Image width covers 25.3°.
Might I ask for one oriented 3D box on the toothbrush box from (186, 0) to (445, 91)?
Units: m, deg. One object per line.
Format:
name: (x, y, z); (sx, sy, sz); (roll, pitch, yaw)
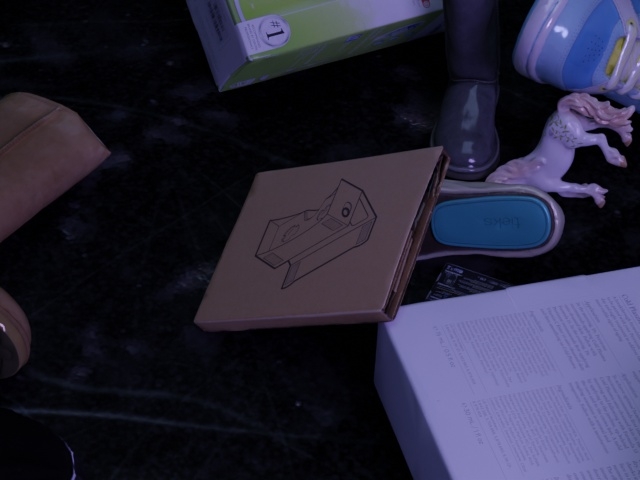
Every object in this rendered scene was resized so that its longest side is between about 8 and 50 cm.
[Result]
toothbrush box: (0.004, -0.296, 1.464); (0.283, 0.122, 0.206); (-17, 86, -22)

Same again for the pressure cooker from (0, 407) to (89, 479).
pressure cooker: (-0.274, 0.303, 0.666); (0.370, 0.420, 0.375); (4, 8, 10)

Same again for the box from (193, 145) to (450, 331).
box: (0.000, 0.000, 1.182); (0.201, 0.021, 0.164); (-6, 51, 39)

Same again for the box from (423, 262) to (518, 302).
box: (0.135, 0.058, 1.230); (0.083, 0.018, 0.067); (18, 45, 16)

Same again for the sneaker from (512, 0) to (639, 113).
sneaker: (0.321, -0.164, 1.337); (0.208, 0.127, 0.319); (33, 21, 24)

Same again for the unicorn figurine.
unicorn figurine: (0.219, -0.069, 1.320); (0.111, 0.161, 0.060); (18, 18, -7)

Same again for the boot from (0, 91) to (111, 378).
boot: (-0.275, -0.020, 1.245); (0.236, 0.089, 0.269); (25, 45, 20)

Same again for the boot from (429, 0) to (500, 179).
boot: (0.144, -0.189, 1.359); (0.076, 0.208, 0.189); (4, 42, 2)

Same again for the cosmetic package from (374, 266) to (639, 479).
cosmetic package: (0.229, 0.185, 1.039); (0.285, 0.097, 0.377); (-10, 44, -12)

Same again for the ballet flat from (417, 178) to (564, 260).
ballet flat: (0.094, -0.023, 1.279); (0.249, 0.086, 0.086); (6, 42, 12)
